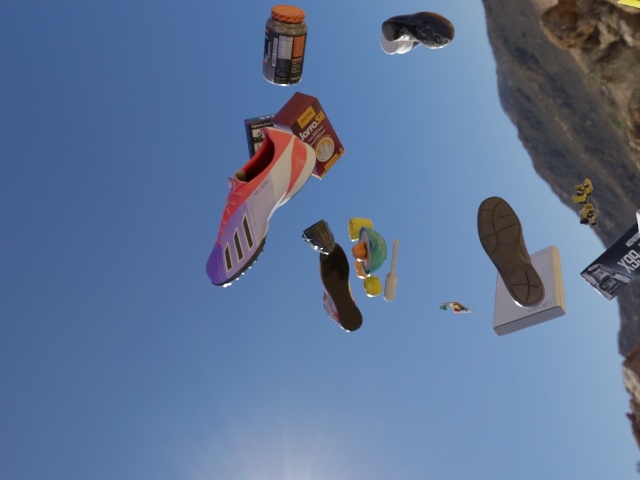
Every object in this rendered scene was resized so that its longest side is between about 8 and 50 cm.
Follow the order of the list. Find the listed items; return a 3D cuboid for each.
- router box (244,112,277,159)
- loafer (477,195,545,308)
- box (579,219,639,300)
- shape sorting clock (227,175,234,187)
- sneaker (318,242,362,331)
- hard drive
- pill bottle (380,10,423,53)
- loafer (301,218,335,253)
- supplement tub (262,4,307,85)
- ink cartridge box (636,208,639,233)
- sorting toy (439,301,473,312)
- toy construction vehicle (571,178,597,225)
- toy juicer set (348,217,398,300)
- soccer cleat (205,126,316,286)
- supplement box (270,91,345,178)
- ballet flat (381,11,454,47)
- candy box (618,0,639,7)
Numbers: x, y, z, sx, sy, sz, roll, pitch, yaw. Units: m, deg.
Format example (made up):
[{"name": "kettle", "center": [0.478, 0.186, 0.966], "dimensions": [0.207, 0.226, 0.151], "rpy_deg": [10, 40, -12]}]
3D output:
[{"name": "router box", "center": [-0.110, -0.280, 1.381], "dimensions": [0.179, 0.133, 0.046], "rpy_deg": [-16, -149, -19]}, {"name": "loafer", "center": [0.481, 0.035, 1.288], "dimensions": [0.095, 0.109, 0.302], "rpy_deg": [38, -146, -61]}, {"name": "box", "center": [0.657, -0.044, 0.929], "dimensions": [0.242, 0.307, 0.076], "rpy_deg": [-23, -119, -36]}, {"name": "shape sorting clock", "center": [-0.276, -0.148, 1.839], "dimensions": [0.040, 0.206, 0.206], "rpy_deg": [-34, -86, -15]}, {"name": "sneaker", "center": [0.038, 0.131, 1.485], "dimensions": [0.090, 0.145, 0.270], "rpy_deg": [-21, -79, -16]}, {"name": "hard drive", "center": [0.720, 0.168, 1.748], "dimensions": [0.047, 0.233, 0.353], "rpy_deg": [50, -145, -15]}, {"name": "pill bottle", "center": [0.260, -0.625, 1.522], "dimensions": [0.169, 0.094, 0.094], "rpy_deg": [-36, -84, -32]}, {"name": "loafer", "center": [0.000, 0.000, 1.002], "dimensions": [0.061, 0.062, 0.170], "rpy_deg": [59, -176, 1]}, {"name": "supplement tub", "center": [-0.098, -0.539, 1.391], "dimensions": [0.117, 0.190, 0.117], "rpy_deg": [6, -140, -5]}, {"name": "ink cartridge box", "center": [0.588, 0.112, 0.576], "dimensions": [0.279, 0.160, 0.384], "rpy_deg": [59, -176, -34]}, {"name": "sorting toy", "center": [0.346, 0.177, 1.302], "dimensions": [0.062, 0.083, 0.012], "rpy_deg": [28, -111, -17]}, {"name": "toy construction vehicle", "center": [0.534, -0.077, 1.023], "dimensions": [0.098, 0.035, 0.086], "rpy_deg": [-45, -66, -47]}, {"name": "toy juicer set", "center": [0.130, 0.064, 1.357], "dimensions": [0.329, 0.089, 0.209], "rpy_deg": [-128, 34, -73]}, {"name": "soccer cleat", "center": [-0.137, -0.060, 0.919], "dimensions": [0.116, 0.318, 0.108], "rpy_deg": [26, -166, -44]}, {"name": "supplement box", "center": [-0.028, -0.260, 1.253], "dimensions": [0.104, 0.081, 0.188], "rpy_deg": [-49, -41, -13]}, {"name": "ballet flat", "center": [0.242, -0.516, 1.221], "dimensions": [0.058, 0.250, 0.084], "rpy_deg": [-29, -59, -19]}, {"name": "candy box", "center": [0.731, -0.524, 1.042], "dimensions": [0.206, 0.027, 0.105], "rpy_deg": [12, -94, -2]}]
